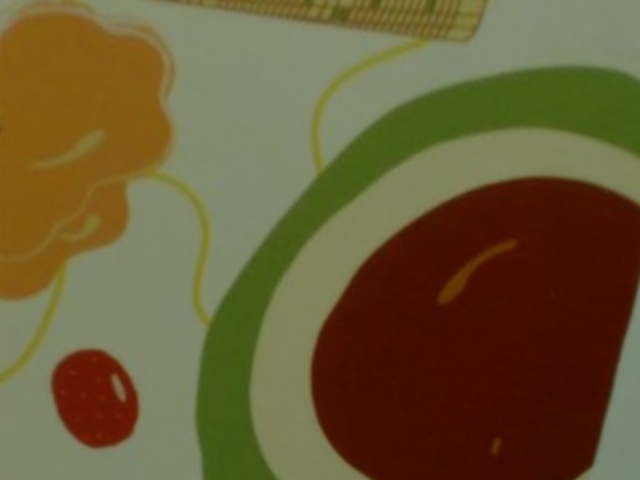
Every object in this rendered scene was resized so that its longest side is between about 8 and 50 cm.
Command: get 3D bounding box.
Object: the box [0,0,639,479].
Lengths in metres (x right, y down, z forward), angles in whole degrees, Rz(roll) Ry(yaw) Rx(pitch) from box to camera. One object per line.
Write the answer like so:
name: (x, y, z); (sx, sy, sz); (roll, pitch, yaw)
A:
box: (0.000, 0.000, 0.453); (0.122, 0.385, 0.345); (-99, 20, -79)
